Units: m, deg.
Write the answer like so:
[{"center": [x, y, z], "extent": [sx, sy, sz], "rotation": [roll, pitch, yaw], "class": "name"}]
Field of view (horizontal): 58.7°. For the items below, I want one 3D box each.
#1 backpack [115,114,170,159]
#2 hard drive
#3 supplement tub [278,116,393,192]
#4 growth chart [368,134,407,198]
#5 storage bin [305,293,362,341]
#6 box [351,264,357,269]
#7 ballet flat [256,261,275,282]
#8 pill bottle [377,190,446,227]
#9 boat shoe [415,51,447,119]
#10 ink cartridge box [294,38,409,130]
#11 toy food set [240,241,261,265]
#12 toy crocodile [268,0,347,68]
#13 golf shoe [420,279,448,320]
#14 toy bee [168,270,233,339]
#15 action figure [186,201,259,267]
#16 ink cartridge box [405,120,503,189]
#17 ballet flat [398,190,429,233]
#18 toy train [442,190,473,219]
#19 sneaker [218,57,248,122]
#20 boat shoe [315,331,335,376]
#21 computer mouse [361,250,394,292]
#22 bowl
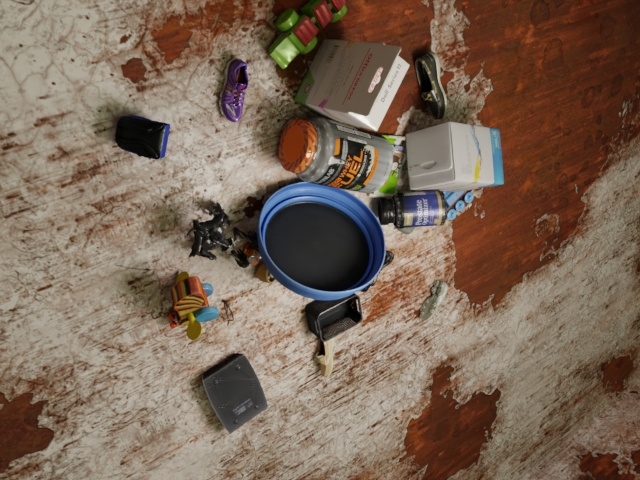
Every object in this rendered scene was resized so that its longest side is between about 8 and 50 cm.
[{"center": [-0.443, -0.258, 1.418], "extent": [0.120, 0.101, 0.098], "rotation": [12, 99, -5], "class": "backpack"}, {"center": [-0.283, 0.497, 1.867], "extent": [0.172, 0.054, 0.254], "rotation": [-31, 124, -22], "class": "hard drive"}, {"center": [0.046, -0.255, 1.703], "extent": [0.316, 0.193, 0.193], "rotation": [6, 105, -36], "class": "supplement tub"}, {"center": [0.233, -0.250, 1.948], "extent": [0.172, 0.021, 0.237], "rotation": [-10, 114, -33], "class": "growth chart"}, {"center": [0.048, 0.255, 1.982], "extent": [0.180, 0.084, 0.122], "rotation": [-25, 121, -26], "class": "storage bin"}, {"center": [0.030, 0.072, 1.804], "extent": [0.156, 0.158, 0.093], "rotation": [1, 128, -1], "class": "box"}, {"center": [-0.110, 0.039, 1.790], "extent": [0.080, 0.073, 0.232], "rotation": [38, 84, -39], "class": "ballet flat"}, {"center": [0.312, -0.106, 1.955], "extent": [0.219, 0.123, 0.122], "rotation": [-4, 114, -2], "class": "pill bottle"}, {"center": [0.365, -0.508, 1.901], "extent": [0.069, 0.081, 0.227], "rotation": [-26, 115, -21], "class": "boat shoe"}, {"center": [0.100, -0.429, 1.565], "extent": [0.119, 0.353, 0.207], "rotation": [24, 94, -39], "class": "ink cartridge box"}, {"center": [-0.208, 0.037, 1.753], "extent": [0.083, 0.020, 0.082], "rotation": [7, 104, -37], "class": "toy food set"}, {"center": [-0.015, -0.618, 1.567], "extent": [0.340, 0.105, 0.115], "rotation": [-49, 128, -8], "class": "toy crocodile"}, {"center": [0.467, 0.249, 2.291], "extent": [0.086, 0.069, 0.176], "rotation": [26, 94, -45], "class": "golf shoe"}, {"center": [-0.368, 0.205, 1.622], "extent": [0.162, 0.195, 0.298], "rotation": [-20, 134, 1], "class": "toy bee"}, {"center": [-0.292, -0.012, 1.602], "extent": [0.164, 0.141, 0.276], "rotation": [-57, 145, 0], "class": "action figure"}, {"center": [0.456, -0.277, 1.936], "extent": [0.270, 0.198, 0.197], "rotation": [-2, 87, -39], "class": "ink cartridge box"}, {"center": [0.336, -0.125, 2.041], "extent": [0.068, 0.072, 0.213], "rotation": [19, 97, -33], "class": "ballet flat"}, {"center": [0.494, -0.158, 2.137], "extent": [0.184, 0.080, 0.105], "rotation": [-43, 118, -11], "class": "toy train"}, {"center": [-0.228, -0.401, 1.527], "extent": [0.068, 0.071, 0.170], "rotation": [-7, 113, -33], "class": "sneaker"}, {"center": [0.010, 0.410, 2.038], "extent": [0.059, 0.063, 0.170], "rotation": [-2, 100, -32], "class": "boat shoe"}, {"center": [0.148, 0.046, 1.984], "extent": [0.188, 0.072, 0.272], "rotation": [-48, 141, -12], "class": "computer mouse"}, {"center": [0.000, 0.000, 1.687], "extent": [0.391, 0.391, 0.077], "rotation": [-18, 156, -29], "class": "bowl"}]
